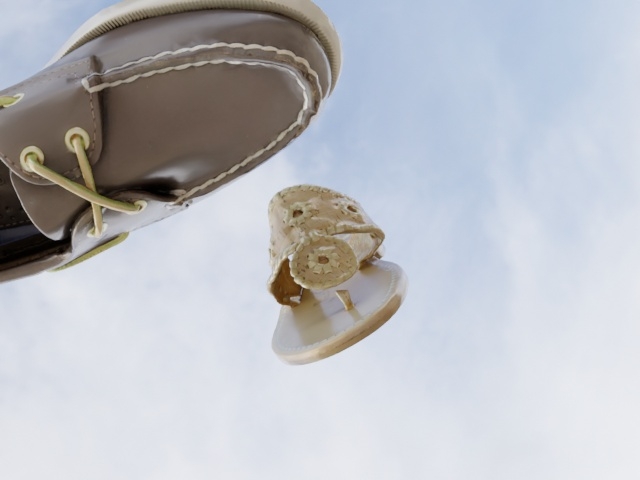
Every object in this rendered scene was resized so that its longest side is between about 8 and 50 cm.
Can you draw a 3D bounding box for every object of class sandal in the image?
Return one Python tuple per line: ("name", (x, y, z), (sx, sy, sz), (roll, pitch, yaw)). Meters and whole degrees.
("sandal", (-0.006, 0.003, 0.615), (0.088, 0.240, 0.079), (-31, -83, 7))

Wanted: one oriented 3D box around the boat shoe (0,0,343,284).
("boat shoe", (-0.140, -0.037, 0.533), (0.097, 0.324, 0.116), (-83, -28, -48))
